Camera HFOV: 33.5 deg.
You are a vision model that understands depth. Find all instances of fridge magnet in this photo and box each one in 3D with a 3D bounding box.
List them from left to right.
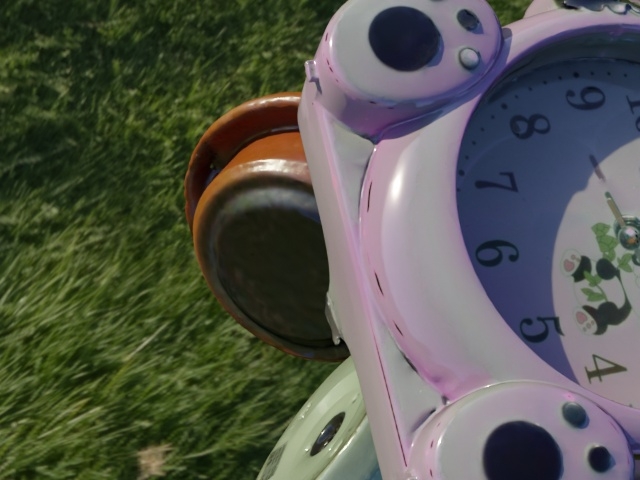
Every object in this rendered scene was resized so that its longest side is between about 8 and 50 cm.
[{"bbox_3d":[0.000,0.000,1.229,0.363,0.363,0.155,45,42,-8],"label":"fridge magnet"}]

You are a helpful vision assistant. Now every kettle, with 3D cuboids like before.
[{"bbox_3d":[0.107,0.316,1.153,0.342,0.319,0.247,40,44,-9],"label":"kettle"}]

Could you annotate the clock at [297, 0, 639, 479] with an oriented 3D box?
[{"bbox_3d":[0.126,-0.001,0.436,0.248,0.090,0.227,-9,73,-15],"label":"clock"}]
